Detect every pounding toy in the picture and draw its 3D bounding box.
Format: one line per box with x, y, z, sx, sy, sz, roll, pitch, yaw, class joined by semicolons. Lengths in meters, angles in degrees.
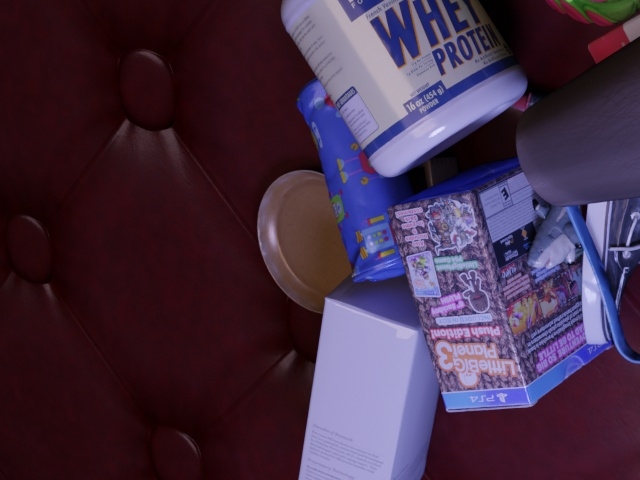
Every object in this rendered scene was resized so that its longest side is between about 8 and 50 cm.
0.144;-0.043;2.014;0.130;0.100;0.141;-8;89;40;pounding toy

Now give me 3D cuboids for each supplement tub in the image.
0.094;-0.272;1.804;0.235;0.235;0.325;-35;87;42;supplement tub

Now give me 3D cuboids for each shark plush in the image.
0.306;-0.041;1.796;0.067;0.073;0.161;6;81;2;shark plush

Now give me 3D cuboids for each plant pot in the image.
0.000;0.000;2.178;0.236;0.032;0.236;15;116;34;plant pot

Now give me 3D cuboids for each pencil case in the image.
0.058;-0.090;1.935;0.133;0.119;0.306;135;120;-64;pencil case

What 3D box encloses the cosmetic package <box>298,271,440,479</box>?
0.088;0.226;2.071;0.155;0.197;0.366;17;117;20;cosmetic package

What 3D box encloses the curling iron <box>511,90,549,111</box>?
0.279;-0.201;1.870;0.274;0.035;0.068;24;121;31;curling iron

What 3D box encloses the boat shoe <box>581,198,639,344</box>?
0.400;-0.009;1.800;0.104;0.113;0.306;6;99;14;boat shoe

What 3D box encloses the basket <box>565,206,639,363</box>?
0.446;0.002;1.652;0.289;0.201;0.255;-20;94;44;basket

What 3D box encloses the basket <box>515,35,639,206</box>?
0.343;-0.126;1.542;0.227;0.154;0.204;-22;68;46;basket

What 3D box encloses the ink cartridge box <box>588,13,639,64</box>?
0.461;-0.255;1.609;0.237;0.172;0.100;-28;90;42;ink cartridge box

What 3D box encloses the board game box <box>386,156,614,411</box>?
0.247;0.051;1.862;0.141;0.232;0.291;-10;100;42;board game box

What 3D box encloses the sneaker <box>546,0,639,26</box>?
0.254;-0.445;1.734;0.202;0.185;0.483;-49;59;-1;sneaker
